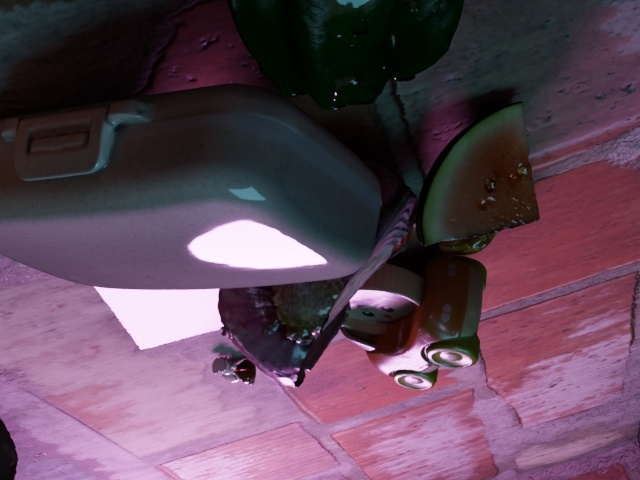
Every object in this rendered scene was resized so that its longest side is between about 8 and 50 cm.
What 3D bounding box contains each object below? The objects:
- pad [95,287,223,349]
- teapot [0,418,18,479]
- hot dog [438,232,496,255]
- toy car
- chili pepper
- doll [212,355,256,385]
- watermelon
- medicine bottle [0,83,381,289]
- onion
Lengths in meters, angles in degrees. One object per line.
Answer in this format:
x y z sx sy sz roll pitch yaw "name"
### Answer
-0.192 0.085 1.456 0.170 0.006 0.245 -14 153 0 "pad"
-0.616 0.343 1.460 0.362 0.305 0.376 -3 180 -38 "teapot"
0.206 0.001 1.476 0.090 0.034 0.030 -29 151 23 "hot dog"
0.102 0.096 1.517 0.235 0.145 0.235 8 151 5 "toy car"
0.010 -0.223 0.778 0.165 0.174 0.261 -30 146 -19 "chili pepper"
-0.133 0.200 1.681 0.058 0.040 0.085 -8 155 7 "doll"
0.175 -0.064 1.243 0.193 0.137 0.145 -53 -167 -2 "watermelon"
-0.147 -0.036 0.992 0.375 0.123 0.282 -3 158 30 "medicine bottle"
0.000 0.000 1.246 0.267 0.159 0.349 -59 172 24 "onion"
